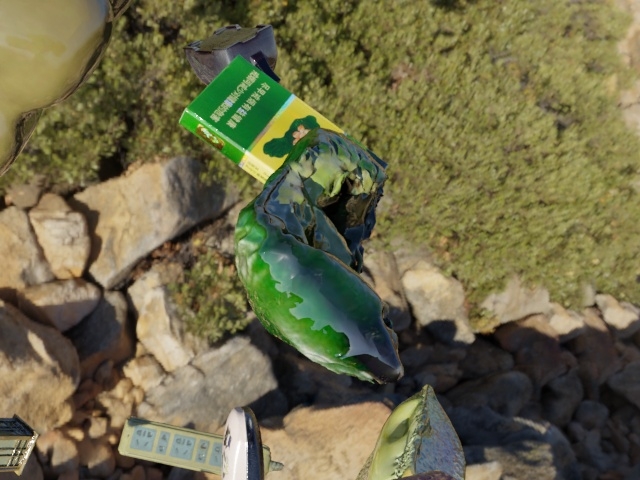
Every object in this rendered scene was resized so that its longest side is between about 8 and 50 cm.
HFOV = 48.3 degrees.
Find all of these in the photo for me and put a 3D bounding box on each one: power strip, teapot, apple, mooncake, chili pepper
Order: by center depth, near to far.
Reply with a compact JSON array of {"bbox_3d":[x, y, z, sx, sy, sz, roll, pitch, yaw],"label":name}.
[{"bbox_3d":[-0.005,0.002,0.572,0.148,0.116,0.264,47,26,-16],"label":"chili pepper"},{"bbox_3d":[-0.436,-0.296,0.931,0.262,0.467,0.467,41,39,-32],"label":"mooncake"},{"bbox_3d":[0.112,0.340,0.995,0.120,0.193,0.265,40,19,2],"label":"apple"},{"bbox_3d":[-0.118,-0.246,1.017,0.087,0.096,0.177,-37,34,-27],"label":"teapot"},{"bbox_3d":[-0.276,0.496,1.680,0.387,0.066,0.092,12,73,-3],"label":"power strip"}]

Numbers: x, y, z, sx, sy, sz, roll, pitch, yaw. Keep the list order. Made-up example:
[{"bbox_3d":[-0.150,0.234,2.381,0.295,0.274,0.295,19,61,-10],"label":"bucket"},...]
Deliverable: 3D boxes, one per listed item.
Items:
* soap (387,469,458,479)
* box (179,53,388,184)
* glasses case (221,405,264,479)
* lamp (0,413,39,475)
[{"bbox_3d":[0.010,0.219,0.404,0.259,0.081,0.181,-1,9,-25],"label":"soap"},{"bbox_3d":[-0.039,-0.116,0.867,0.235,0.034,0.132,35,49,-5],"label":"box"},{"bbox_3d":[-0.138,0.452,1.269,0.075,0.122,0.314,-1,94,-10],"label":"glasses case"},{"bbox_3d":[-0.654,0.353,1.229,0.090,0.089,0.325,24,1,34],"label":"lamp"}]
